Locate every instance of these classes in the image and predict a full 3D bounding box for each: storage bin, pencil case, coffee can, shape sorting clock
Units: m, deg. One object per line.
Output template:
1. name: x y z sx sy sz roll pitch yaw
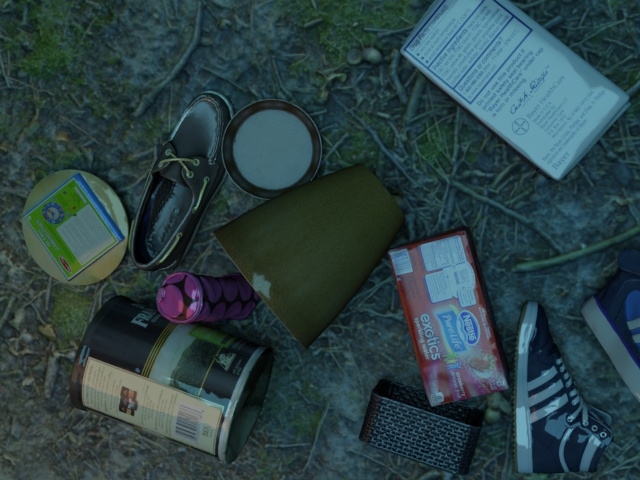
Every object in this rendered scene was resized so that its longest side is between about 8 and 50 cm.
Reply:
1. storage bin: 0.163 0.297 1.502 0.180 0.122 0.084 17 97 11
2. pencil case: -0.185 0.092 1.522 0.098 0.209 0.095 20 93 21
3. coffee can: -0.242 0.228 1.548 0.275 0.201 0.202 18 97 10
4. shape sorting clock: -0.433 -0.023 1.655 0.206 0.040 0.206 1 97 10

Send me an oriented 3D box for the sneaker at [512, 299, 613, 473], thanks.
1. sneaker: 0.380 0.233 1.460 0.153 0.099 0.282 2 101 17

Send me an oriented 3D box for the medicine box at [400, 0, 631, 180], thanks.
1. medicine box: 0.281 -0.229 1.368 0.289 0.263 0.149 41 101 7

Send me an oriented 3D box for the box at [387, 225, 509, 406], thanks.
1. box: 0.206 0.117 1.480 0.128 0.122 0.257 -16 90 14

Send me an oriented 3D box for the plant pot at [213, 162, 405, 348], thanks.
1. plant pot: 0.000 0.000 1.482 0.254 0.237 0.237 -39 85 -2

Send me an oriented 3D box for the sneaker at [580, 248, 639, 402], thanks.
1. sneaker: 0.538 0.129 1.336 0.236 0.323 0.130 -41 129 16

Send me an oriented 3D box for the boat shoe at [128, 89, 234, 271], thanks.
1. boat shoe: -0.235 -0.099 1.577 0.116 0.096 0.325 25 99 10

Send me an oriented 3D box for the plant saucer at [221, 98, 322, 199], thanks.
1. plant saucer: -0.080 -0.151 1.564 0.168 0.029 0.169 0 94 2
